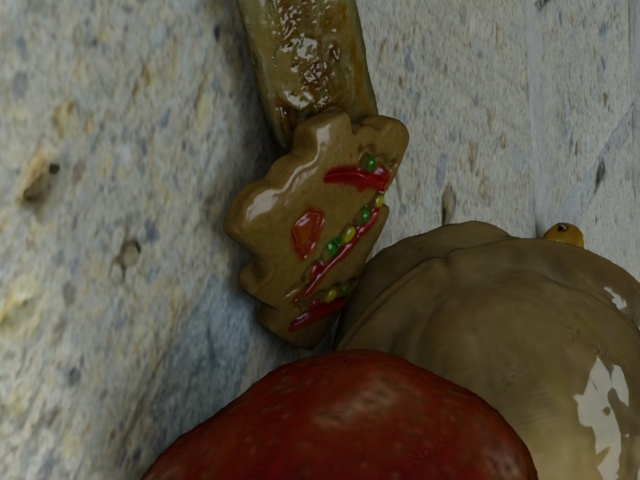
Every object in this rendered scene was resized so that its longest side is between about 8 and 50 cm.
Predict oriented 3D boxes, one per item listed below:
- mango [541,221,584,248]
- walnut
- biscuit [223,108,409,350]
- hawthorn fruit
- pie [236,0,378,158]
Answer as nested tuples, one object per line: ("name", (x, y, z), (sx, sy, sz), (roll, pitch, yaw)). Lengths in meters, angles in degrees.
("mango", (0.344, 0.044, 1.962), (0.187, 0.066, 0.101), (74, 23, -48))
("walnut", (0.167, 0.166, 1.261), (0.381, 0.381, 0.381), (4, 90, -66))
("biscuit", (0.000, 0.000, 1.158), (0.212, 0.041, 0.239), (-34, 139, -41))
("hawthorn fruit", (-0.013, 0.232, 0.965), (0.369, 0.284, 0.285), (-13, 106, -47))
("pie", (-0.009, -0.144, 1.134), (0.128, 0.068, 0.282), (-48, 147, -27))
